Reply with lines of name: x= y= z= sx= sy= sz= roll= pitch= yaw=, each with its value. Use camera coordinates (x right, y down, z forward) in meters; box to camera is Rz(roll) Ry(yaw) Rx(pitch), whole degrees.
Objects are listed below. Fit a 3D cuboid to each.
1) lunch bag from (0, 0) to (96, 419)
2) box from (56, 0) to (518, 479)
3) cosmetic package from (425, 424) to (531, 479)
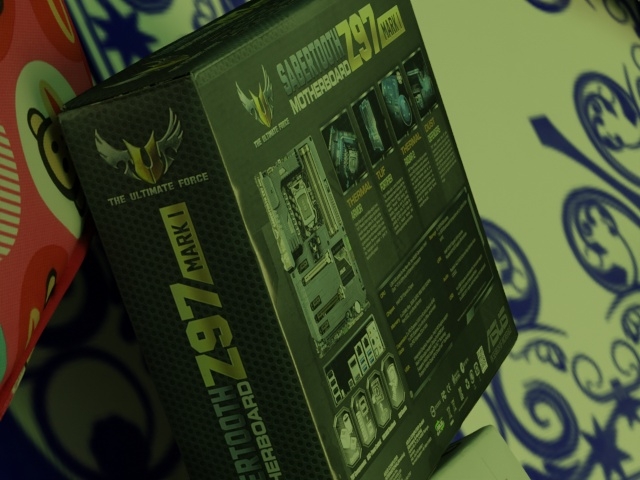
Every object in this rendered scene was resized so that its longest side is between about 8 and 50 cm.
lunch bag: x=-0.167 y=-0.097 z=0.579 sx=0.258 sy=0.120 sz=0.293 roll=-76 pitch=149 yaw=-56
box: x=0.000 y=0.000 z=0.731 sx=0.183 sy=0.059 sz=0.233 roll=71 pitch=23 yaw=-13
cosmetic package: x=0.015 y=0.174 z=0.691 sx=0.231 sy=0.085 sz=0.117 roll=-31 pitch=87 yaw=-48
